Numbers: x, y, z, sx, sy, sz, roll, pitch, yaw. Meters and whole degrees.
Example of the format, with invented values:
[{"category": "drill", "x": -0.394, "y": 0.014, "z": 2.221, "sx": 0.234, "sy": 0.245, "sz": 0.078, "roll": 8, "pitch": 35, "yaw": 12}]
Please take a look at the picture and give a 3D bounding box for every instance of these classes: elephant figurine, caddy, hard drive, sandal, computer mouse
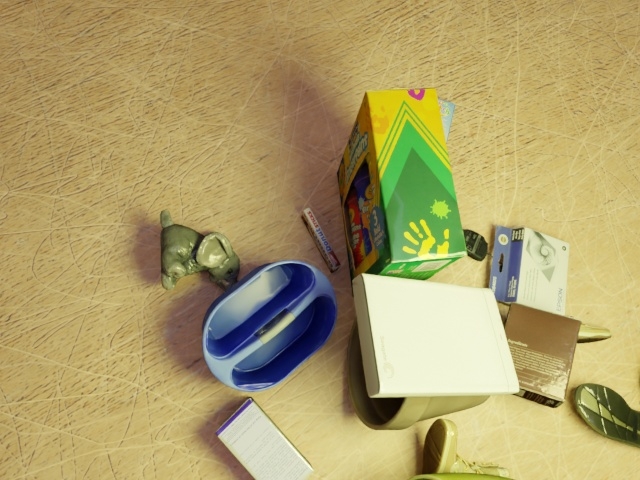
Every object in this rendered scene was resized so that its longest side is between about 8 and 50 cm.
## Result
[{"category": "elephant figurine", "x": -0.280, "y": 0.044, "z": 1.293, "sx": 0.239, "sy": 0.186, "sz": 0.169, "roll": -1, "pitch": 41, "yaw": -18}, {"category": "caddy", "x": -0.121, "y": 0.196, "z": 1.210, "sx": 0.341, "sy": 0.179, "sz": 0.241, "roll": -39, "pitch": 102, "yaw": -15}, {"category": "hard drive", "x": 0.238, "y": 0.196, "z": 1.038, "sx": 0.353, "sy": 0.047, "sz": 0.233, "roll": 8, "pitch": 60, "yaw": -27}, {"category": "sandal", "x": 0.774, "y": 0.475, "z": 1.335, "sx": 0.303, "sy": 0.086, "sz": 0.120, "roll": 30, "pitch": 67, "yaw": -14}, {"category": "computer mouse", "x": 0.475, "y": 0.047, "z": 1.438, "sx": 0.242, "sy": 0.041, "sz": 0.071, "roll": 34, "pitch": 66, "yaw": -4}]

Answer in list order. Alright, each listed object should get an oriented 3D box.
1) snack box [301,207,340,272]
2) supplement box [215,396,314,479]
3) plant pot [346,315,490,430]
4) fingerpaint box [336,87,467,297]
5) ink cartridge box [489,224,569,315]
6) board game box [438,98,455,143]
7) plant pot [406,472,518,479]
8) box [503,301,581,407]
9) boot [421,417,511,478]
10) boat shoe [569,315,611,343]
[{"category": "snack box", "x": 0.000, "y": 0.000, "z": 1.370, "sx": 0.022, "sy": 0.064, "sz": 0.178, "roll": -26, "pitch": 79, "yaw": -15}, {"category": "supplement box", "x": -0.131, "y": 0.488, "z": 1.195, "sx": 0.220, "sy": 0.111, "sz": 0.114, "roll": 45, "pitch": 74, "yaw": 6}, {"category": "plant pot", "x": 0.255, "y": 0.293, "z": 1.221, "sx": 0.280, "sy": 0.323, "sz": 0.323, "roll": 12, "pitch": 73, "yaw": -20}, {"category": "fingerpaint box", "x": 0.160, "y": -0.083, "z": 1.216, "sx": 0.163, "sy": 0.445, "sz": 0.371, "roll": -4, "pitch": 76, "yaw": -8}, {"category": "ink cartridge box", "x": 0.583, "y": 0.081, "z": 1.412, "sx": 0.224, "sy": 0.045, "sz": 0.223, "roll": 16, "pitch": 73, "yaw": -14}, {"category": "board game box", "x": 0.303, "y": -0.333, "z": 1.514, "sx": 0.160, "sy": 0.039, "sz": 0.211, "roll": 17, "pitch": 74, "yaw": -3}, {"category": "plant pot", "x": 0.346, "y": 0.604, "z": 1.059, "sx": 0.294, "sy": 0.275, "sz": 0.274, "roll": 3, "pitch": 72, "yaw": -34}, {"category": "box", "x": 0.536, "y": 0.290, "z": 1.280, "sx": 0.167, "sy": 0.168, "sz": 0.203, "roll": 14, "pitch": 73, "yaw": 23}, {"category": "boot", "x": 0.353, "y": 0.541, "z": 1.215, "sx": 0.203, "sy": 0.095, "sz": 0.262, "roll": 1, "pitch": 103, "yaw": -8}, {"category": "boat shoe", "x": 0.699, "y": 0.241, "z": 1.396, "sx": 0.190, "sy": 0.068, "sz": 0.072, "roll": 1, "pitch": 63, "yaw": -7}]
